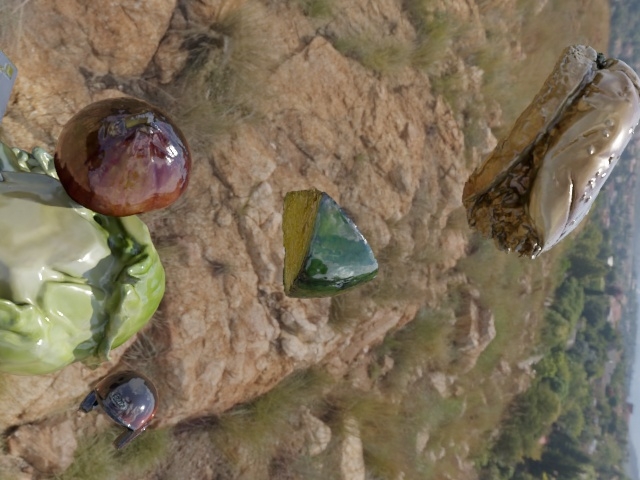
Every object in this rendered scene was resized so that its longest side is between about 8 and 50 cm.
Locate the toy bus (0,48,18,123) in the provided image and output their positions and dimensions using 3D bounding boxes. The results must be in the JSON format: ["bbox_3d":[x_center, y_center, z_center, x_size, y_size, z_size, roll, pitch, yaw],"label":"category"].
[{"bbox_3d":[-0.402,-0.126,0.480,0.081,0.074,0.226,87,-1,-63],"label":"toy bus"}]

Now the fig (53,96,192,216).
[{"bbox_3d":[-0.285,-0.150,0.686,0.203,0.249,0.186,2,60,-40],"label":"fig"}]

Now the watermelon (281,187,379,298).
[{"bbox_3d":[0.009,0.005,0.384,0.075,0.181,0.092,7,92,-12],"label":"watermelon"}]

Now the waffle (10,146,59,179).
[{"bbox_3d":[-0.738,-0.118,1.171,0.291,0.309,0.056,22,44,-35],"label":"waffle"}]

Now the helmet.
[{"bbox_3d":[-0.573,0.477,1.294,0.189,0.216,0.193,43,64,7],"label":"helmet"}]

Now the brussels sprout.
[{"bbox_3d":[-0.512,0.061,0.790,0.425,0.361,0.342,33,43,-8],"label":"brussels sprout"}]

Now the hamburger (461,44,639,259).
[{"bbox_3d":[0.288,-0.104,0.559,0.286,0.146,0.243,-45,157,-24],"label":"hamburger"}]
